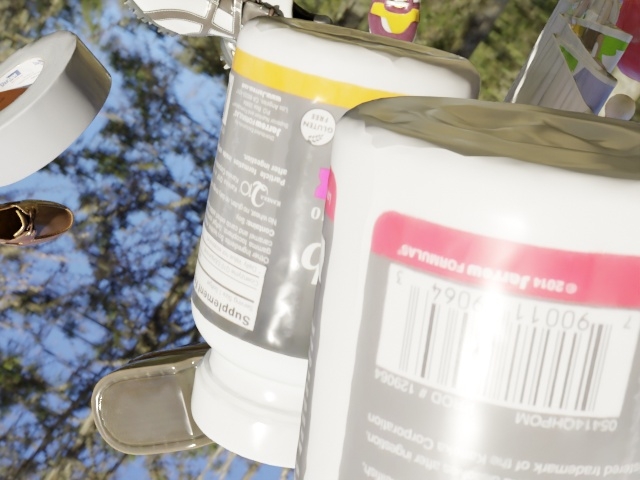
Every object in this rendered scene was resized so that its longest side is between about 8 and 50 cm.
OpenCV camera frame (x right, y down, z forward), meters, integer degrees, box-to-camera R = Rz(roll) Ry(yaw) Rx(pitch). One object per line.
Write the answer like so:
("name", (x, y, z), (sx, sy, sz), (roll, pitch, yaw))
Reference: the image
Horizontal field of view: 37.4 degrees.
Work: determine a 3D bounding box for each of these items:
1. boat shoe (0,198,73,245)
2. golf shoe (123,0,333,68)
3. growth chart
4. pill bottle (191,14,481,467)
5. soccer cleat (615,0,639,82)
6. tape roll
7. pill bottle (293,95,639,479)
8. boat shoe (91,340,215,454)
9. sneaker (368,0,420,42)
("boat shoe", (-0.404, -0.021, 1.261), (0.060, 0.064, 0.178), (5, -173, 44))
("golf shoe", (-0.071, -0.190, 0.722), (0.198, 0.094, 0.077), (22, -121, -46))
("growth chart", (0.142, -0.079, 0.599), (0.021, 0.172, 0.237), (25, -148, -7))
("pill bottle", (0.000, 0.000, 0.640), (0.162, 0.278, 0.162), (11, -164, -3))
("soccer cleat", (0.272, -0.222, 0.644), (0.083, 0.247, 0.095), (9, -169, -46))
("tape roll", (-0.377, -0.172, 1.218), (0.072, 0.219, 0.219), (52, -174, -35))
("pill bottle", (0.075, 0.104, 0.432), (0.177, 0.318, 0.176), (6, -163, -2))
("boat shoe", (-0.042, 0.122, 0.819), (0.308, 0.110, 0.104), (0, -169, 19))
("sneaker", (0.101, -0.330, 1.211), (0.070, 0.185, 0.084), (7, 157, 3))
